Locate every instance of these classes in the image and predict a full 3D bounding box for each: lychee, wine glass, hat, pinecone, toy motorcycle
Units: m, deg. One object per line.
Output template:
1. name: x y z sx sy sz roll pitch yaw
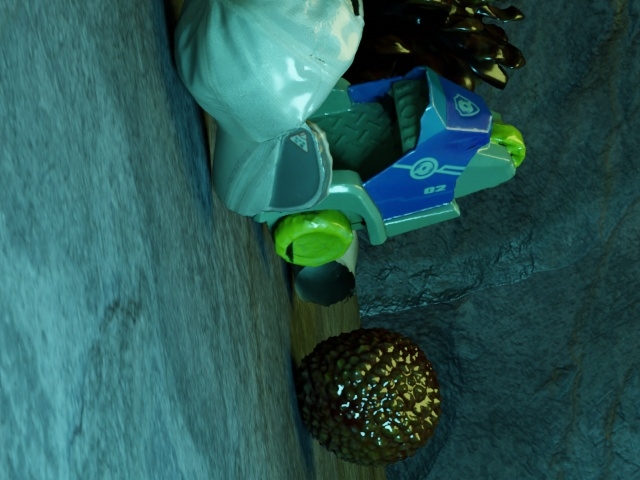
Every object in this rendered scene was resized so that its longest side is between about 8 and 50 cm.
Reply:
1. lychee: 0.051 0.192 2.150 0.188 0.188 0.188 -10 90 -86
2. wine glass: 0.000 0.000 2.353 0.222 0.103 0.103 -93 172 -57
3. hat: -0.063 -0.155 1.616 0.275 0.161 0.232 110 -16 -45
4. pinecone: 0.095 -0.272 2.458 0.398 0.397 0.398 -10 90 -86
5. toy motorcycle: 0.073 -0.113 2.040 0.200 0.326 0.191 70 10 -56
